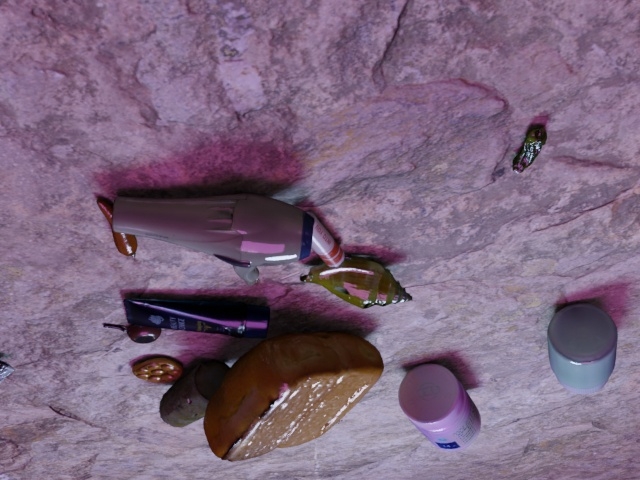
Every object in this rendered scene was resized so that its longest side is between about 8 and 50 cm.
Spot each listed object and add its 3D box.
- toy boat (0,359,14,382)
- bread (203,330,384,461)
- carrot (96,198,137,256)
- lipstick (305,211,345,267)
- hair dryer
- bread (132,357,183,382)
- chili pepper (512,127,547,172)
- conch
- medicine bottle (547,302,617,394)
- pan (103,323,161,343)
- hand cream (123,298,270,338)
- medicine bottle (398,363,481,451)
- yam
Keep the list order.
[{"bbox_3d":[-0.695,0.277,1.583,0.140,0.059,0.066,-12,136,7],"label":"toy boat"},{"bbox_3d":[-0.059,0.310,1.612,0.328,0.148,0.337,-3,141,-42],"label":"bread"},{"bbox_3d":[-0.316,-0.019,1.207,0.035,0.035,0.142,-8,141,3],"label":"carrot"},{"bbox_3d":[0.000,0.000,1.278,0.039,0.038,0.130,-17,146,17],"label":"lipstick"},{"bbox_3d":[-0.187,-0.001,1.213,0.296,0.118,0.298,16,155,-21],"label":"hair dryer"},{"bbox_3d":[-0.356,0.284,1.684,0.110,0.024,0.110,-4,147,-3],"label":"bread"},{"bbox_3d":[0.309,-0.135,1.130,0.030,0.034,0.091,29,147,7],"label":"chili pepper"},{"bbox_3d":[0.072,0.073,1.383,0.201,0.079,0.095,21,121,-23],"label":"conch"},{"bbox_3d":[0.562,0.238,1.655,0.139,0.139,0.225,-13,147,11],"label":"medicine bottle"},{"bbox_3d":[-0.372,0.184,1.523,0.115,0.023,0.068,10,146,-24],"label":"pan"},{"bbox_3d":[-0.234,0.145,1.467,0.271,0.061,0.120,6,152,-6],"label":"hand cream"},{"bbox_3d":[0.292,0.408,1.868,0.152,0.152,0.254,-16,146,16],"label":"medicine bottle"},{"bbox_3d":[-0.280,0.348,1.726,0.107,0.107,0.194,17,142,-32],"label":"yam"}]
